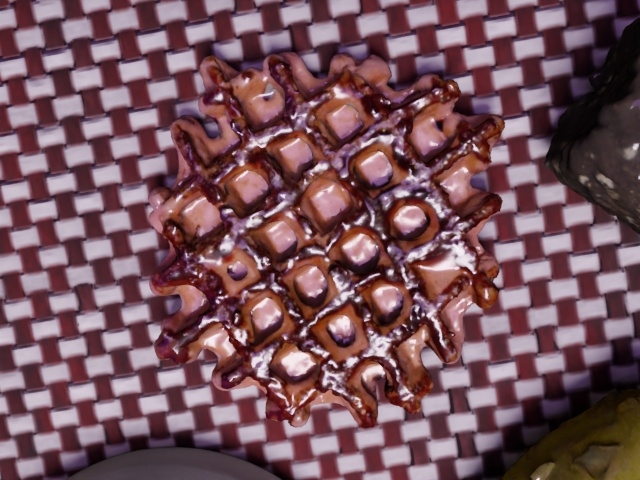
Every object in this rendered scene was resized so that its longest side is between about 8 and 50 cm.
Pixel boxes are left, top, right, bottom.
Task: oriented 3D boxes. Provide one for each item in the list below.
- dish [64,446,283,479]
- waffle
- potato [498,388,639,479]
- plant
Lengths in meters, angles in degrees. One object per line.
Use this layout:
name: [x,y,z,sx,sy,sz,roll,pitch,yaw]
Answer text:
dish: [-0.100,0.266,0.413,0.273,0.134,0.274,0,82,3]
waffle: [0.000,0.000,0.448,0.221,0.055,0.235,9,92,3]
potato: [0.175,0.184,0.433,0.149,0.113,0.251,41,88,5]
plant: [0.237,-0.039,0.393,0.203,0.131,0.142,35,95,8]
